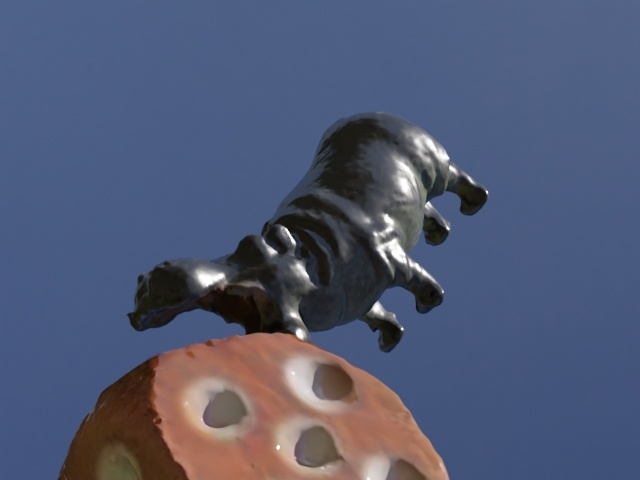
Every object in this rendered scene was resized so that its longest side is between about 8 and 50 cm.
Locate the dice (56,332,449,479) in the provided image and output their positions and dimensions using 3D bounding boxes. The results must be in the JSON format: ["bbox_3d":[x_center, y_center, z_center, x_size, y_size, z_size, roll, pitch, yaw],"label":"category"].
[{"bbox_3d":[-0.042,0.170,1.066,0.179,0.175,0.174,50,-47,29],"label":"dice"}]

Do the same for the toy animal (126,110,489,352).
[{"bbox_3d":[0.009,0.014,1.446,0.168,0.343,0.106,47,-47,3],"label":"toy animal"}]
